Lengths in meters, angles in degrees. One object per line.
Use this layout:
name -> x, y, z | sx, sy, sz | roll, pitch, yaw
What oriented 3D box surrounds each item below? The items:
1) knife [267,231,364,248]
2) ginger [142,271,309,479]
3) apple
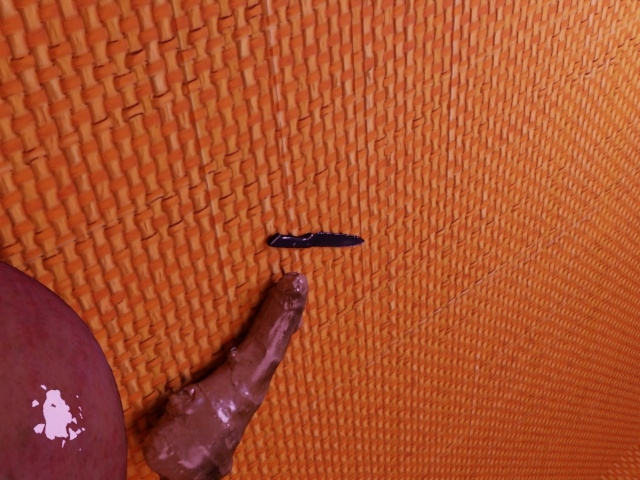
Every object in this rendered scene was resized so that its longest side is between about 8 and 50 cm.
knife -> 0.000, 0.000, 0.967 | 0.170, 0.010, 0.023 | 1, 122, -49
ginger -> -0.103, 0.161, 0.931 | 0.131, 0.086, 0.294 | 38, 80, -43
apple -> -0.295, 0.182, 0.586 | 0.345, 0.269, 0.344 | -26, 134, -30
